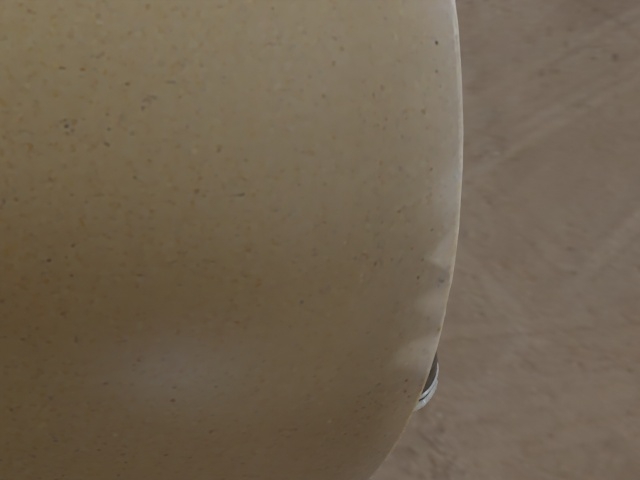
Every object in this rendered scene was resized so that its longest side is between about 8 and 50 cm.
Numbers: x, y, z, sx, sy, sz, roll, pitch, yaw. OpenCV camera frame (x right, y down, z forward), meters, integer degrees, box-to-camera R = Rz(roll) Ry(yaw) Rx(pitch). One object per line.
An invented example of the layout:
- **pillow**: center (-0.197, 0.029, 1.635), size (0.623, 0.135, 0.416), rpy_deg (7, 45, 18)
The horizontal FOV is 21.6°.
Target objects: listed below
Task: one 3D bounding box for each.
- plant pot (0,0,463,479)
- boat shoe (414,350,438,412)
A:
- **plant pot**: center (-0.120, -0.042, 0.460), size (0.191, 0.284, 0.284), rpy_deg (-9, 97, -29)
- **boat shoe**: center (0.000, 0.000, 1.472), size (0.121, 0.119, 0.335), rpy_deg (-30, 67, -31)
